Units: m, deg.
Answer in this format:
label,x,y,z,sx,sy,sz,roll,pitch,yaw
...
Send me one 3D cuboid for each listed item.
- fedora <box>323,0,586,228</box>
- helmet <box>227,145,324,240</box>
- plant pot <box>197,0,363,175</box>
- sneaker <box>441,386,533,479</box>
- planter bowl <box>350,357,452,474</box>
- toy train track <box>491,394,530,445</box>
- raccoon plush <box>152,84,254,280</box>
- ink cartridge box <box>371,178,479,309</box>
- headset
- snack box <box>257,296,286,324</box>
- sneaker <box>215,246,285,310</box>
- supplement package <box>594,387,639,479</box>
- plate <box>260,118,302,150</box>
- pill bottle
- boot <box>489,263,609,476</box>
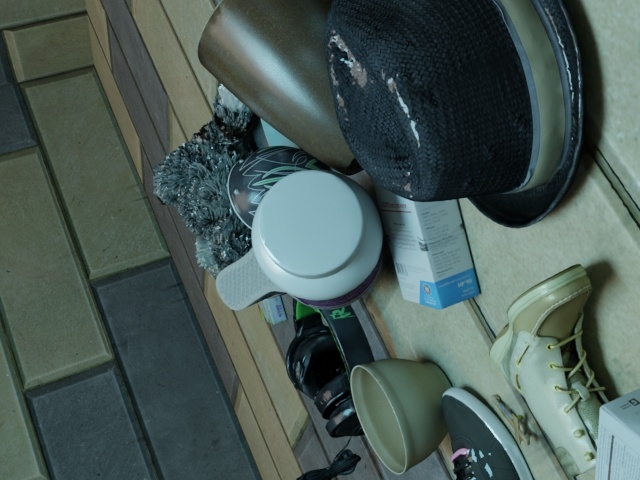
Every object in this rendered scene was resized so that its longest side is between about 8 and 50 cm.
label,x,y,z,sx,sy,sz,roll,pitch,yaw
fedora,0.103,-0.155,0.779,0.334,0.152,0.334,54,154,41
helmet,-0.069,-0.077,1.304,0.161,0.169,0.169,123,126,-72
plant pot,0.003,-0.202,0.988,0.230,0.215,0.215,52,157,10
sneaker,0.190,0.335,1.004,0.104,0.146,0.296,105,143,-62
planter bowl,0.127,0.237,1.145,0.162,0.109,0.162,54,154,42
toy train track,0.235,0.217,0.976,0.083,0.014,0.048,-125,17,-54
raccoon plush,-0.179,-0.076,1.597,0.299,0.216,0.446,58,158,14
ink cartridge box,0.127,-0.014,0.986,0.104,0.060,0.180,-169,62,-69
headset,0.010,0.259,1.374,0.243,0.185,0.394,45,151,54
snack box,-0.126,0.118,1.856,0.100,0.037,0.141,5,112,68
sneaker,-0.064,0.038,1.506,0.321,0.127,0.126,-21,93,47
supplement package,0.320,0.207,0.537,0.244,0.133,0.139,44,147,54
plate,-0.066,-0.210,1.402,0.188,0.024,0.188,162,90,-72
pill bottle,0.000,0.000,1.064,0.301,0.169,0.169,65,-176,-81
boot,0.244,0.131,0.771,0.213,0.077,0.165,94,152,-59
